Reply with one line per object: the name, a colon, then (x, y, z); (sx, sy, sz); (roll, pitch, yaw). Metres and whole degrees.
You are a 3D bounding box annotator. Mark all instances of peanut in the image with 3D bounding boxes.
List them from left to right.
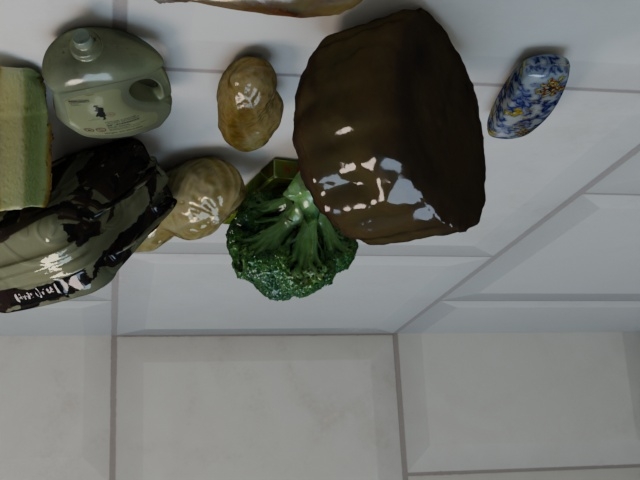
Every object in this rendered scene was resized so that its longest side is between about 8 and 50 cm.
peanut: (-0.277, -0.065, 1.891); (0.325, 0.153, 0.140); (-24, 172, 33)
peanut: (-0.110, -0.214, 1.534); (0.108, 0.095, 0.226); (-17, 161, -9)

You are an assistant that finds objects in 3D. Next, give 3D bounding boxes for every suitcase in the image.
suitcase: (-0.405, -0.027, 1.686); (0.339, 0.352, 0.194); (-13, 116, 26)

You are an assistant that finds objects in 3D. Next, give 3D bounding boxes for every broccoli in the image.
broccoli: (-0.045, -0.013, 1.851); (0.269, 0.270, 0.270); (5, 131, -23)

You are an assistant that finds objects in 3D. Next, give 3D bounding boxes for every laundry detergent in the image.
laundry detergent: (-0.313, -0.235, 1.427); (0.181, 0.091, 0.253); (-4, 163, -1)

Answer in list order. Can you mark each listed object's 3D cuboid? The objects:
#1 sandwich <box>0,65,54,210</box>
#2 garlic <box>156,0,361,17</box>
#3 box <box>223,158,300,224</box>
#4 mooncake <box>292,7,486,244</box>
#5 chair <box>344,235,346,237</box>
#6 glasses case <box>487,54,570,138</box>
sandwich: (-0.509, -0.169, 1.528); (0.186, 0.220, 0.108); (17, -162, 41)
garlic: (-0.101, -0.316, 1.135); (0.338, 0.151, 0.196); (-4, 176, 8)
box: (-0.075, -0.090, 2.029); (0.172, 0.043, 0.311); (5, 162, -24)
mooncake: (0.099, -0.150, 1.377); (0.187, 0.324, 0.324); (-11, 161, 31)
chair: (0.000, 0.000, 2.272); (0.213, 0.149, 0.174); (-42, 173, -21)
glasses case: (0.336, -0.229, 1.599); (0.086, 0.065, 0.248); (-4, 162, -5)
